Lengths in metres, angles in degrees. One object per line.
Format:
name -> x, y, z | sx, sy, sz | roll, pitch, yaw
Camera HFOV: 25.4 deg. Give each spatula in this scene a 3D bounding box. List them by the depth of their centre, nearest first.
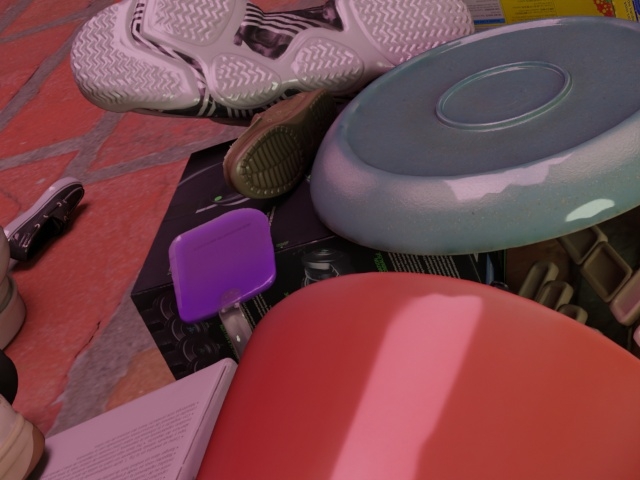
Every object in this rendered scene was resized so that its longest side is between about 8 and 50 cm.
spatula -> -0.044, 0.099, 0.988 | 0.084, 0.030, 0.296 | -26, 59, 11

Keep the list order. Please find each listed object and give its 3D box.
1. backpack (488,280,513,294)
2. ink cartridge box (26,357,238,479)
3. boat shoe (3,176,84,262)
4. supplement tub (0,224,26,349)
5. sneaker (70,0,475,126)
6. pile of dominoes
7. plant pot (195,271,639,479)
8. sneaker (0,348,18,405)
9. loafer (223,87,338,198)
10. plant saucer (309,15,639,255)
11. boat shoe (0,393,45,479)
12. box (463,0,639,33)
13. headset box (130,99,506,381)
backpack -> 0.077, 0.120, 0.862 | 0.173, 0.158, 0.117 | -20, 41, 41
ink cartridge box -> -0.185, 0.222, 0.907 | 0.296, 0.066, 0.261 | -26, 25, 33
boat shoe -> -0.304, -0.020, 1.583 | 0.040, 0.049, 0.142 | 26, 45, 16
supplement tub -> -0.443, -0.017, 1.374 | 0.228, 0.316, 0.228 | -20, 26, 10
sneaker -> -0.047, -0.138, 1.339 | 0.366, 0.210, 0.137 | -6, 64, -9
pile of dominoes -> 0.222, 0.040, 0.958 | 0.196, 0.040, 0.251 | -52, 23, 14
plant pot -> 0.034, 0.190, 0.661 | 0.275, 0.275, 0.243 | -3, 43, 37
sneaker -> -0.333, 0.211, 1.108 | 0.146, 0.122, 0.330 | 19, 45, 31
loafer -> -0.037, -0.075, 1.138 | 0.050, 0.056, 0.148 | -6, 22, 36
plant saucer -> 0.138, -0.093, 1.048 | 0.318, 0.043, 0.317 | -15, 28, 8
boat shoe -> -0.307, 0.208, 0.912 | 0.109, 0.098, 0.302 | -11, 35, 54
box -> 0.244, -0.269, 1.400 | 0.290, 0.177, 0.279 | 6, 34, 47
headset box -> 0.000, 0.000, 1.173 | 0.283, 0.131, 0.246 | -17, 27, 16
